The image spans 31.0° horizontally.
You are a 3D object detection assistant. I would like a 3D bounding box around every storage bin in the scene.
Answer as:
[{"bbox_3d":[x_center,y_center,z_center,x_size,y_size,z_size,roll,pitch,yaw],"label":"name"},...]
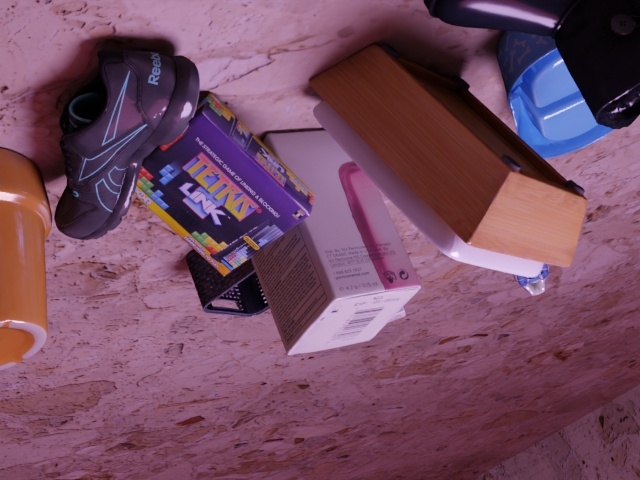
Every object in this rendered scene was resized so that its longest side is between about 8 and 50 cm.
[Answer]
[{"bbox_3d":[-0.080,0.024,1.577,0.180,0.084,0.122,-34,154,29],"label":"storage bin"}]

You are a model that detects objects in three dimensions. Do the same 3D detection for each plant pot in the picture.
[{"bbox_3d":[-0.372,0.034,1.216,0.205,0.188,0.205,-18,157,-8],"label":"plant pot"}]

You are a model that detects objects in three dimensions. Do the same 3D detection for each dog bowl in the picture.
[{"bbox_3d":[0.303,-0.202,1.428,0.166,0.074,0.297,-24,157,7],"label":"dog bowl"}]

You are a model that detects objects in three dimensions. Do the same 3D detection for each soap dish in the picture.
[{"bbox_3d":[0.150,-0.093,1.298,0.229,0.291,0.118,12,120,-51],"label":"soap dish"}]

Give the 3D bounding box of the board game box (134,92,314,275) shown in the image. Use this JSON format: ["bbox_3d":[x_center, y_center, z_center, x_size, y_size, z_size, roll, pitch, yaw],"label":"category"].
[{"bbox_3d":[-0.115,-0.059,1.291,0.141,0.048,0.170,-35,113,29],"label":"board game box"}]

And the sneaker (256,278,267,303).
[{"bbox_3d":[-0.008,0.079,1.734,0.178,0.072,0.077,-3,174,-33],"label":"sneaker"}]

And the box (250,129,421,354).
[{"bbox_3d":[0.000,0.000,1.403,0.127,0.232,0.148,-7,153,-31],"label":"box"}]

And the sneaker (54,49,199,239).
[{"bbox_3d":[-0.227,-0.103,1.192,0.106,0.101,0.267,12,134,-33],"label":"sneaker"}]

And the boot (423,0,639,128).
[{"bbox_3d":[0.255,-0.212,1.197,0.247,0.207,0.094,-15,156,-14],"label":"boot"}]

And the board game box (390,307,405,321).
[{"bbox_3d":[0.044,0.098,1.815,0.154,0.103,0.026,-21,157,-2],"label":"board game box"}]

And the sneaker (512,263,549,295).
[{"bbox_3d":[0.358,0.027,1.959,0.080,0.081,0.211,-23,155,7],"label":"sneaker"}]
